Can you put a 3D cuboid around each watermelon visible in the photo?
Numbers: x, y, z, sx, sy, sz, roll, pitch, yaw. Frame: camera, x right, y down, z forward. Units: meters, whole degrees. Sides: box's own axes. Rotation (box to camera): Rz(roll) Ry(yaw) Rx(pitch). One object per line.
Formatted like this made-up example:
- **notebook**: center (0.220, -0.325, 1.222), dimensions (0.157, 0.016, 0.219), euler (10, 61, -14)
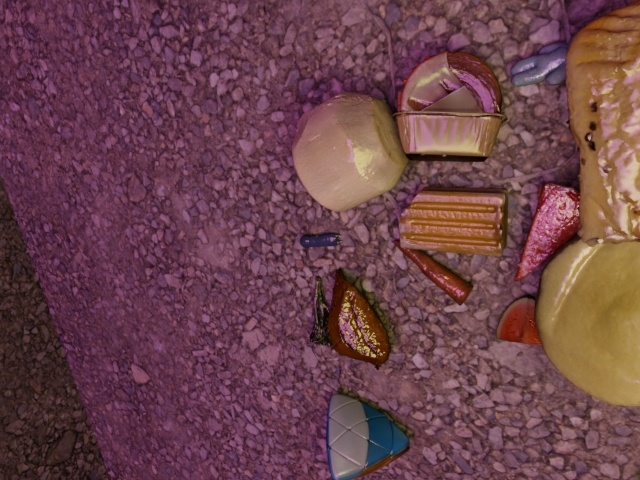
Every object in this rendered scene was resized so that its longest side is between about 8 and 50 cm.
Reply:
- **watermelon**: center (0.450, 0.204, 1.109), dimensions (0.135, 0.094, 0.125), euler (-36, 94, 37)

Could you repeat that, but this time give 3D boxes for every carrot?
- **carrot**: center (0.263, 0.062, 1.196), dimensions (0.224, 0.057, 0.057), euler (41, 122, 18)

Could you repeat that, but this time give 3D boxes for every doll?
- **doll**: center (0.454, -0.327, 0.932), dimensions (0.180, 0.075, 0.120), euler (-17, 58, 42)
- **doll**: center (0.000, 0.000, 1.332), dimensions (0.125, 0.027, 0.037), euler (-4, 106, 27)

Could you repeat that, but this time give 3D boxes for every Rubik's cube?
- **Rubik's cube**: center (0.087, 0.556, 1.428), dimensions (0.255, 0.254, 0.254), euler (10, 112, 26)

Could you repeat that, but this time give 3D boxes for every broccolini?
- **broccolini**: center (0.004, 0.201, 1.379), dimensions (0.058, 0.074, 0.201), euler (13, 112, 44)

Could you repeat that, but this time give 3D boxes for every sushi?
- **sushi**: center (0.081, 0.225, 1.305), dimensions (0.149, 0.140, 0.287), euler (-34, 89, -3)

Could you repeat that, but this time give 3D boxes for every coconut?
- **coconut**: center (0.053, -0.193, 1.108), dimensions (0.247, 0.245, 0.244), euler (-20, 97, 32)

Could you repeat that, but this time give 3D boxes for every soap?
- **soap**: center (0.294, -0.046, 1.119), dimensions (0.232, 0.073, 0.140), euler (5, 108, 28)

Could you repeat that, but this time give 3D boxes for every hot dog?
- **hot dog**: center (0.568, -0.211, 0.790), dimensions (0.368, 0.196, 0.365), euler (-14, 106, -2)

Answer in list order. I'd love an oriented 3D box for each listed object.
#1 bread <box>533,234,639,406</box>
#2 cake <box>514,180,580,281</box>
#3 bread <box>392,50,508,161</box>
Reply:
- **bread**: center (0.550, 0.126, 0.904), dimensions (0.321, 0.237, 0.320), euler (21, 115, 52)
- **cake**: center (0.484, -0.008, 1.017), dimensions (0.117, 0.086, 0.220), euler (18, 114, 26)
- **bread**: center (0.259, -0.264, 1.005), dimensions (0.225, 0.142, 0.211), euler (4, 98, 9)
